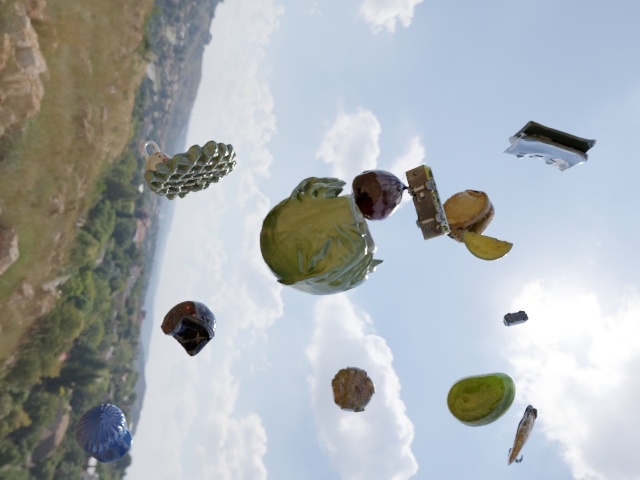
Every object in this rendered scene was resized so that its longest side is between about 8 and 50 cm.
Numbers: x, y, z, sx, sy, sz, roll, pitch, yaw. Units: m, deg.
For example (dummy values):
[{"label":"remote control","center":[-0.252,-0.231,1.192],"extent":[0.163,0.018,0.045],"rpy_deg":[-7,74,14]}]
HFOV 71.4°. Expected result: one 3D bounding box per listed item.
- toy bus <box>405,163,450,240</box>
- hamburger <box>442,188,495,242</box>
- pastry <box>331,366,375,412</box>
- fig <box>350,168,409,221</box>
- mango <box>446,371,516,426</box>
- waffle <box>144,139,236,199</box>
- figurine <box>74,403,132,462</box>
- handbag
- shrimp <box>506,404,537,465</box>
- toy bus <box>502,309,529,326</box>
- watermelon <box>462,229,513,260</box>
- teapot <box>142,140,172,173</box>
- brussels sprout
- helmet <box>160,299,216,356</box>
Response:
[{"label":"toy bus","center":[0.327,-0.116,1.377],"extent":[0.081,0.074,0.226],"rpy_deg":[-21,-99,34]},{"label":"hamburger","center":[0.654,-0.108,1.992],"extent":[0.243,0.146,0.286],"rpy_deg":[-27,-146,33]},{"label":"pastry","center":[0.105,0.490,1.470],"extent":[0.081,0.153,0.153],"rpy_deg":[104,-13,-59]},{"label":"fig","center":[0.230,-0.176,1.587],"extent":[0.204,0.249,0.186],"rpy_deg":[-136,-155,-83]},{"label":"mango","center":[0.613,0.611,1.709],"extent":[0.273,0.149,0.185],"rpy_deg":[-24,-133,33]},{"label":"waffle","center":[-0.424,-0.230,1.490],"extent":[0.056,0.309,0.292],"rpy_deg":[64,-9,8]},{"label":"figurine","center":[-0.337,0.290,0.688],"extent":[0.136,0.077,0.080],"rpy_deg":[-21,-112,57]},{"label":"handbag","center":[0.844,-0.344,1.662],"extent":[0.260,0.247,0.079],"rpy_deg":[20,91,-83]},{"label":"shrimp","center":[0.646,0.630,1.426],"extent":[0.046,0.219,0.152],"rpy_deg":[21,-49,30]},{"label":"toy bus","center":[0.680,0.273,1.556],"extent":[0.046,0.083,0.038],"rpy_deg":[97,-20,-50]},{"label":"watermelon","center":[0.620,0.029,1.675],"extent":[0.075,0.181,0.092],"rpy_deg":[13,92,-67]},{"label":"teapot","center":[-0.604,-0.264,1.693],"extent":[0.159,0.116,0.246],"rpy_deg":[-9,-75,57]},{"label":"brussels sprout","center":[-0.014,0.014,1.479],"extent":[0.425,0.361,0.342],"rpy_deg":[61,5,-55]},{"label":"helmet","center":[-0.515,0.334,1.754],"extent":[0.193,0.215,0.189],"rpy_deg":[-80,148,-46]}]
